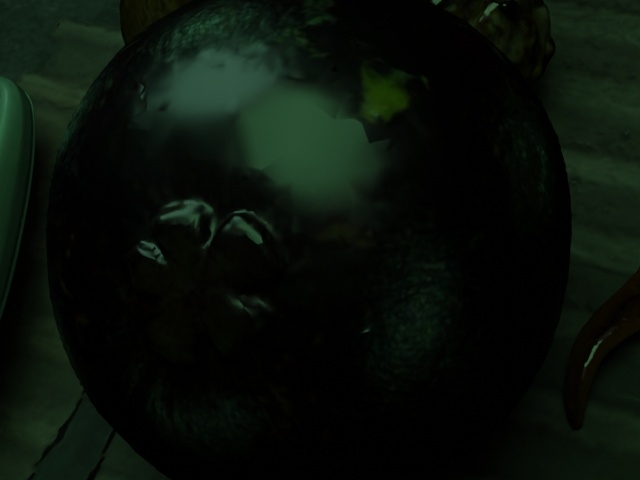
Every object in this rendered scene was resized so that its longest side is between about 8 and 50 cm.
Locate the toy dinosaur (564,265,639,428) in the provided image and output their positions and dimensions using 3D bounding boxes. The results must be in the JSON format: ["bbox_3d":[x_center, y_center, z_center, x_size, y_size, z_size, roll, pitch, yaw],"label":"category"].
[{"bbox_3d":[0.279,-0.086,0.815,0.208,0.097,0.432,-1,50,31],"label":"toy dinosaur"}]

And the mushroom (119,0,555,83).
[{"bbox_3d":[-0.015,-0.173,0.905,0.267,0.267,0.255,-22,86,-2],"label":"mushroom"}]

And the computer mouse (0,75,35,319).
[{"bbox_3d":[-0.262,0.010,0.886,0.159,0.097,0.288,-9,42,10],"label":"computer mouse"}]

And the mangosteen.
[{"bbox_3d":[0.000,0.000,0.730,0.288,0.288,0.288,-7,53,9],"label":"mangosteen"}]
